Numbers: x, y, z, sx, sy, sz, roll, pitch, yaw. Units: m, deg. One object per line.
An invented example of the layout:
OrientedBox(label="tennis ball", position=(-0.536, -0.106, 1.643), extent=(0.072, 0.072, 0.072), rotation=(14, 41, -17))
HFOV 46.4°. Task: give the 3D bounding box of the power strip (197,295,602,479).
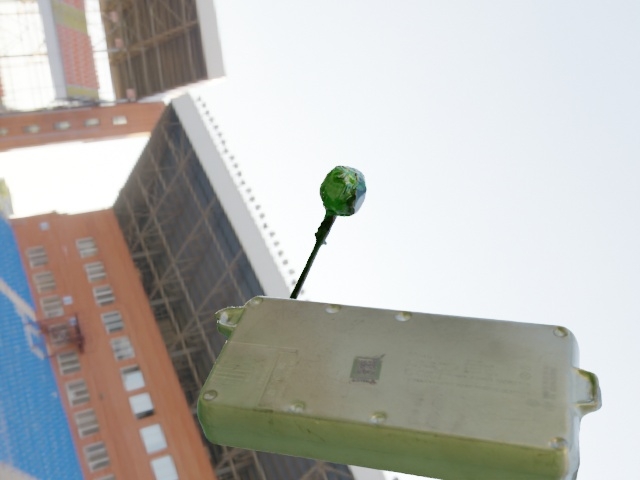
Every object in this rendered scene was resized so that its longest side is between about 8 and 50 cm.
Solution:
OrientedBox(label="power strip", position=(0.045, 0.097, 0.505), extent=(0.118, 0.270, 0.046), rotation=(-66, 155, -49))

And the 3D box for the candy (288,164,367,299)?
OrientedBox(label="candy", position=(-0.002, -0.001, 1.491), extent=(0.097, 0.097, 0.323), rotation=(46, -63, 46))
